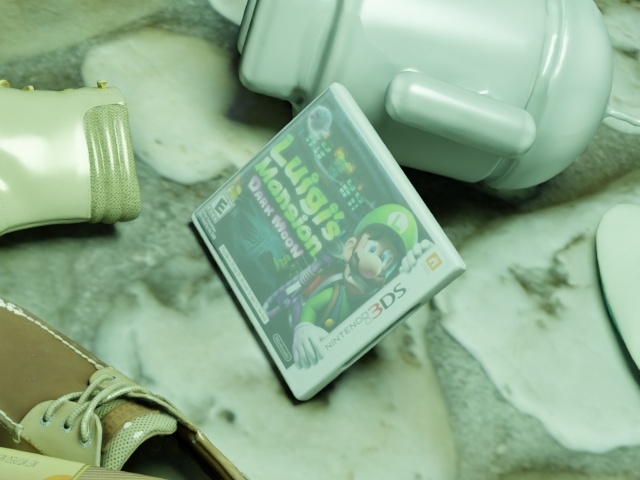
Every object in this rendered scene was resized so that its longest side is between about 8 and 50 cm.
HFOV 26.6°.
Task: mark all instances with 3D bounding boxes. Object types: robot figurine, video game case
[{"bbox_3d":[0.107,-0.161,1.203,0.353,0.200,0.300,13,30,-10],"label":"robot figurine"},{"bbox_3d":[0.000,0.000,1.072,0.022,0.173,0.190,14,39,-58],"label":"video game case"}]

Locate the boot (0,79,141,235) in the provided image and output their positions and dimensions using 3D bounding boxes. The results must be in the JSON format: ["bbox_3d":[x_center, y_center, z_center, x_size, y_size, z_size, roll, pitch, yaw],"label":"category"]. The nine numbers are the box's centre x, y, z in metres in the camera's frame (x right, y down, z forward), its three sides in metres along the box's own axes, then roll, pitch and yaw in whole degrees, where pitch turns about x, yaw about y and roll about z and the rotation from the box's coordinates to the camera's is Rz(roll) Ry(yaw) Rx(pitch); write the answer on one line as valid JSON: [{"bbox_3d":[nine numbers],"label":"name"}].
[{"bbox_3d":[-0.268,-0.112,1.091,0.203,0.095,0.262,-11,61,-27],"label":"boot"}]

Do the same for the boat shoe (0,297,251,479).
[{"bbox_3d":[-0.139,0.142,0.934,0.324,0.116,0.123,39,51,11],"label":"boat shoe"}]

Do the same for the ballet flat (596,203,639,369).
[{"bbox_3d":[0.341,0.105,1.136,0.139,0.139,0.400,5,53,-17],"label":"ballet flat"}]

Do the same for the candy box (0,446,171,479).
[{"bbox_3d":[-0.155,0.218,0.765,0.316,0.088,0.183,2,35,41],"label":"candy box"}]
